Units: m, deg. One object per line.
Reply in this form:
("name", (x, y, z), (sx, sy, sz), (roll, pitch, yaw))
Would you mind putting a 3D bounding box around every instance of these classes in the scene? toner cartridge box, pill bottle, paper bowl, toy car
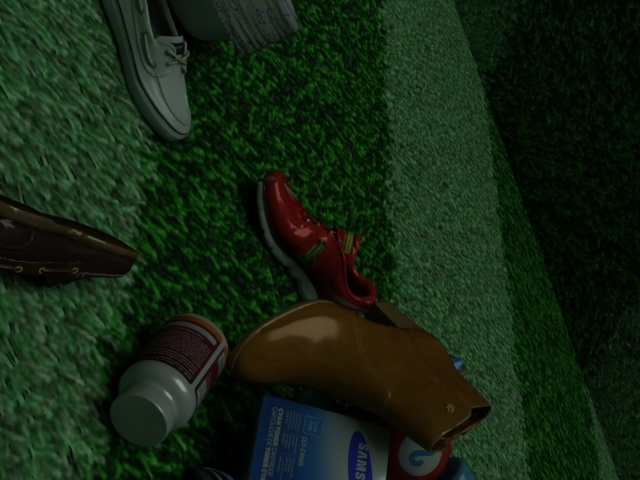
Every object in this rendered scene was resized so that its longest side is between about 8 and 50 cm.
("toner cartridge box", (-0.025, 0.357, 1.037), (0.165, 0.075, 0.348), (17, 53, -12))
("pill bottle", (-0.163, 0.149, 1.013), (0.086, 0.086, 0.152), (64, 25, -17))
("paper bowl", (-0.147, -0.387, 1.277), (0.284, 0.148, 0.284), (-24, 90, -85))
("toy car", (0.051, 0.321, 1.235), (0.219, 0.210, 0.238), (54, 41, -13))

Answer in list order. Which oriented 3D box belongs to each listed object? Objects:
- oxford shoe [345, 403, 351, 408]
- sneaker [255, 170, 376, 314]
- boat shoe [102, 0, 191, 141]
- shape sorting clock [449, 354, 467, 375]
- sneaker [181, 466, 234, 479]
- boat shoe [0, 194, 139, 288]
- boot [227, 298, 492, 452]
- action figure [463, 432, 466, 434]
("oxford shoe", (0.079, 0.232, 1.452), (0.227, 0.096, 0.083), (4, 72, -62))
("sneaker", (0.000, 0.000, 1.413), (0.279, 0.118, 0.107), (58, 27, -28))
("boat shoe", (-0.207, -0.239, 1.193), (0.226, 0.076, 0.083), (67, 25, -12))
("shape sorting clock", (0.124, 0.188, 1.462), (0.206, 0.206, 0.040), (8, 89, -63))
("sneaker", (-0.138, 0.326, 0.990), (0.078, 0.067, 0.188), (31, 45, -26))
("boat shoe", (-0.266, 0.010, 0.925), (0.207, 0.073, 0.073), (23, 91, -55))
("boot", (0.058, 0.168, 1.108), (0.295, 0.104, 0.211), (-7, 42, -42))
("action figure", (0.209, 0.367, 1.641), (0.139, 0.091, 0.280), (-1, 76, -58))
